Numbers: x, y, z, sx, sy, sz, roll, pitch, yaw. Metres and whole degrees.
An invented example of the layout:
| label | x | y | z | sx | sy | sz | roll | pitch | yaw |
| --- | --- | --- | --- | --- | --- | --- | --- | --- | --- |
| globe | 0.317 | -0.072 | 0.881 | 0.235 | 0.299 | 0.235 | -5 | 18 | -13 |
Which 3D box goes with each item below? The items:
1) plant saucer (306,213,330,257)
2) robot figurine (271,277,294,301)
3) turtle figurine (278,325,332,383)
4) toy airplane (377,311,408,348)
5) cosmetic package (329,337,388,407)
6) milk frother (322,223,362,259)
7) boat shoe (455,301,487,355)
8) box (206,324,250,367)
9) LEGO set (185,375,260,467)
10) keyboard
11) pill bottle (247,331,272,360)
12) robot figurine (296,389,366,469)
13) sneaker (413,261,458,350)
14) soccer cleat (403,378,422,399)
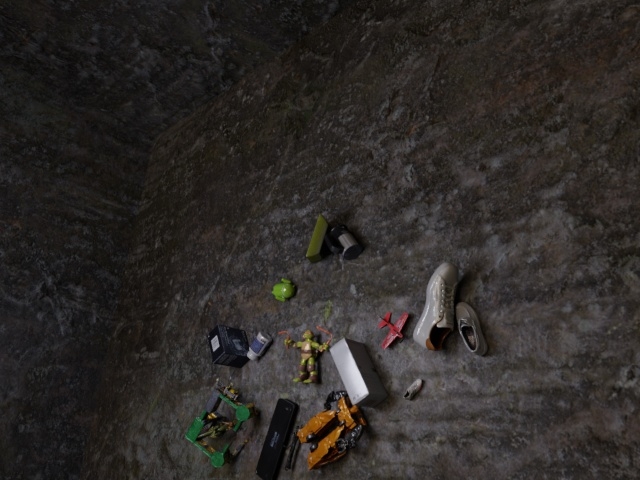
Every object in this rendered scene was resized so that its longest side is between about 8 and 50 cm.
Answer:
| label | x | y | z | sx | sy | sz | roll | pitch | yaw |
| --- | --- | --- | --- | --- | --- | --- | --- | --- | --- |
| plant saucer | 0.000 | 0.000 | 2.078 | 0.045 | 0.188 | 0.188 | 16 | 81 | 10 |
| robot figurine | -0.161 | 0.220 | 2.180 | 0.115 | 0.067 | 0.101 | -9 | 53 | 42 |
| turtle figurine | -0.059 | 0.447 | 1.955 | 0.270 | 0.087 | 0.217 | -4 | 75 | 35 |
| toy airplane | 0.252 | 0.309 | 1.755 | 0.151 | 0.028 | 0.151 | -22 | 55 | 36 |
| cosmetic package | 0.132 | 0.462 | 1.737 | 0.085 | 0.117 | 0.231 | -43 | 47 | 21 |
| milk frother | 0.082 | 0.034 | 2.022 | 0.129 | 0.143 | 0.134 | -17 | 47 | -15 |
| boat shoe | 0.458 | 0.270 | 1.542 | 0.066 | 0.063 | 0.184 | -31 | 51 | 32 |
| box | -0.411 | 0.477 | 2.236 | 0.093 | 0.158 | 0.155 | -44 | 46 | 22 |
| LEGO set | -0.397 | 0.769 | 2.112 | 0.255 | 0.192 | 0.330 | 21 | 89 | 18 |
| keyboard | -0.149 | 0.787 | 1.922 | 0.202 | 0.033 | 0.316 | 7 | 77 | 53 |
| pill bottle | -0.270 | 0.464 | 2.170 | 0.120 | 0.067 | 0.067 | -56 | 43 | 9 |
| robot figurine | 0.045 | 0.665 | 1.746 | 0.291 | 0.085 | 0.211 | -46 | 45 | 20 |
| sneaker | 0.400 | 0.217 | 1.587 | 0.123 | 0.106 | 0.289 | 25 | 100 | 64 |
| soccer cleat | 0.301 | 0.485 | 1.615 | 0.083 | 0.036 | 0.029 | -56 | 43 | 10 |
